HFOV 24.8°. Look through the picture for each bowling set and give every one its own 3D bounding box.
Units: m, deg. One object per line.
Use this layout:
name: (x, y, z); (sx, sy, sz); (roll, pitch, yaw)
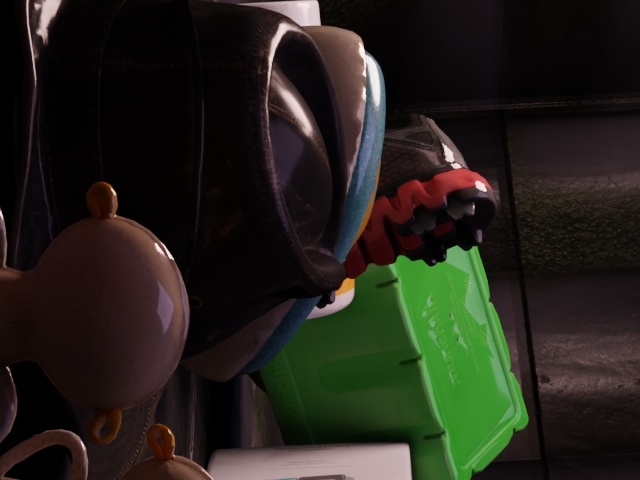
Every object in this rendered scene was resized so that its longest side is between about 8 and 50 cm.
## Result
bowling set: (-0.075, 0.128, 0.435); (0.200, 0.154, 0.287); (15, 73, -87)

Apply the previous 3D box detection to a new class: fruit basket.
fruit basket: (0.005, 0.102, 1.559); (0.283, 0.392, 0.392); (-32, 126, -51)

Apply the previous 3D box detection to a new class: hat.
hat: (-0.054, -0.028, 0.710); (0.331, 0.134, 0.331); (-4, 90, -88)

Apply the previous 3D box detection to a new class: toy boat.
toy boat: (-0.036, -0.069, 1.053); (0.267, 0.148, 0.318); (-57, -148, 32)

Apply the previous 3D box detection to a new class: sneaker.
sneaker: (-0.004, -0.022, 1.179); (0.097, 0.276, 0.135); (69, -1, -64)

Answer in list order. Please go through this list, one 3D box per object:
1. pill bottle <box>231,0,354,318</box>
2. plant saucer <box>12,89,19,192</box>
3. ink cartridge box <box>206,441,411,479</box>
pill bottle: (-0.050, -0.073, 1.288); (0.152, 0.152, 0.272); (-80, 167, -80)
plant saucer: (-0.132, -0.040, 0.763); (0.168, 0.029, 0.168); (-3, 90, -88)
ink cartridge box: (-0.009, 0.317, 1.292); (0.270, 0.197, 0.198); (-80, 167, -79)
